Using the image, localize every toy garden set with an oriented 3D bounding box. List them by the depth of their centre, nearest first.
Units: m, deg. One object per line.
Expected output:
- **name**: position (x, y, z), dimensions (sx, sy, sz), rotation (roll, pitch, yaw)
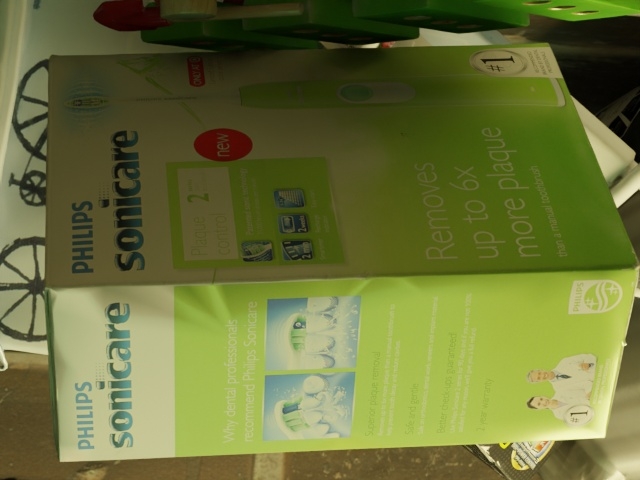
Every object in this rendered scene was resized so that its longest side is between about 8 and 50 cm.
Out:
- **toy garden set**: position (0.007, -0.133, 0.863), dimensions (0.244, 0.049, 0.204), rotation (-2, 180, 34)

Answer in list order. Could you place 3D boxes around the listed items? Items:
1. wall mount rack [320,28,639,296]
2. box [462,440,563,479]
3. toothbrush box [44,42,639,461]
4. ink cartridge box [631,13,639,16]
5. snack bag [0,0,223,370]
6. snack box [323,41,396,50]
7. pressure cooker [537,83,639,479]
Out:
- **wall mount rack**: position (0.112, -0.076, 1.134), dimensions (0.350, 0.130, 0.304), rotation (41, 143, 0)
- **box**: position (0.022, 0.035, 1.149), dimensions (0.270, 0.060, 0.216), rotation (36, 172, 39)
- **toothbrush box**: position (0.000, 0.000, 0.918), dimensions (0.283, 0.206, 0.122), rotation (-2, 128, -5)
- **ink cartridge box**: position (0.257, -0.157, 1.019), dimensions (0.186, 0.065, 0.311), rotation (1, -171, -26)
- **snack bag**: position (-0.184, -0.080, 1.023), dimensions (0.342, 0.323, 0.037), rotation (10, -173, -6)
- **snack box**: position (0.075, -0.054, 1.390), dimensions (0.070, 0.207, 0.174), rotation (-4, 164, 42)
- **pressure cooker**: position (0.348, 0.047, 1.427), dimensions (0.370, 0.375, 0.420), rotation (4, 167, -21)
